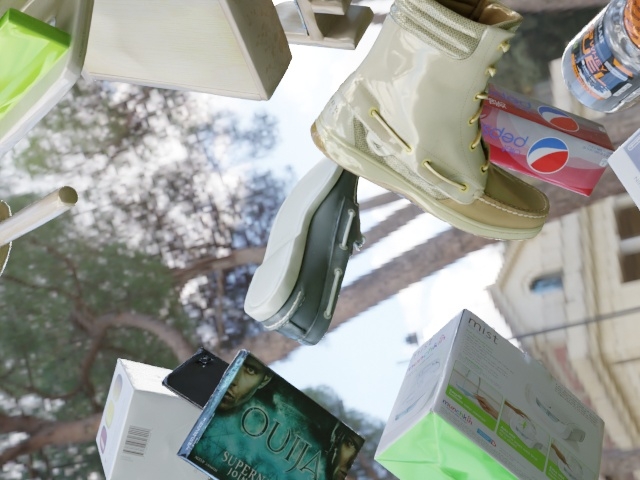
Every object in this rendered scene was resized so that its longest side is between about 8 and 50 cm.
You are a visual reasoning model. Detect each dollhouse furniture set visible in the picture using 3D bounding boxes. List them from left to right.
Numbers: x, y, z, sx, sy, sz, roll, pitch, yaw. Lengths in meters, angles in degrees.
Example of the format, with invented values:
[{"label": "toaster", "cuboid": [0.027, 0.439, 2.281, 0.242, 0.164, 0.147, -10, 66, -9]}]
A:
[{"label": "dollhouse furniture set", "cuboid": [-0.110, -0.365, 1.270, 0.394, 0.257, 0.362, -64, -29, -29]}]

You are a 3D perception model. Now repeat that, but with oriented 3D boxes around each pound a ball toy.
[{"label": "pound a ball toy", "cuboid": [-0.252, -0.097, 0.769, 0.208, 0.319, 0.135, 20, -125, -33]}]

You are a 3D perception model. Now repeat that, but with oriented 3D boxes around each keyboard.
[{"label": "keyboard", "cuboid": [-0.098, 0.190, 1.368, 0.108, 0.180, 0.023, -37, -37, -38]}]

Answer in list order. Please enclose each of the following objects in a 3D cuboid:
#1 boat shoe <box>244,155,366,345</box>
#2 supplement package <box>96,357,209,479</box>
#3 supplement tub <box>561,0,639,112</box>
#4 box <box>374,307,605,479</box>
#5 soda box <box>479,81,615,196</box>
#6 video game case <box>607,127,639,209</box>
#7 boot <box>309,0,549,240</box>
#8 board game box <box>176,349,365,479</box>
[{"label": "boat shoe", "cuboid": [0.000, 0.000, 1.414, 0.099, 0.116, 0.319, 39, -136, -17]}, {"label": "supplement package", "cuboid": [-0.234, 0.266, 1.594, 0.244, 0.134, 0.139, -167, 92, -74]}, {"label": "supplement tub", "cuboid": [0.375, -0.234, 1.338, 0.190, 0.117, 0.117, 126, 134, -75]}, {"label": "box", "cuboid": [0.230, 0.256, 1.451, 0.262, 0.127, 0.231, 39, -146, -8]}, {"label": "soda box", "cuboid": [0.283, -0.156, 1.599, 0.263, 0.083, 0.092, 18, -148, -11]}, {"label": "video game case", "cuboid": [0.440, -0.090, 1.258, 0.023, 0.201, 0.183, 7, -134, -40]}, {"label": "boot", "cuboid": [0.148, -0.125, 1.077, 0.262, 0.203, 0.095, 25, -151, -12]}, {"label": "board game box", "cuboid": [-0.046, 0.214, 1.159, 0.186, 0.026, 0.126, 40, -110, -29]}]
